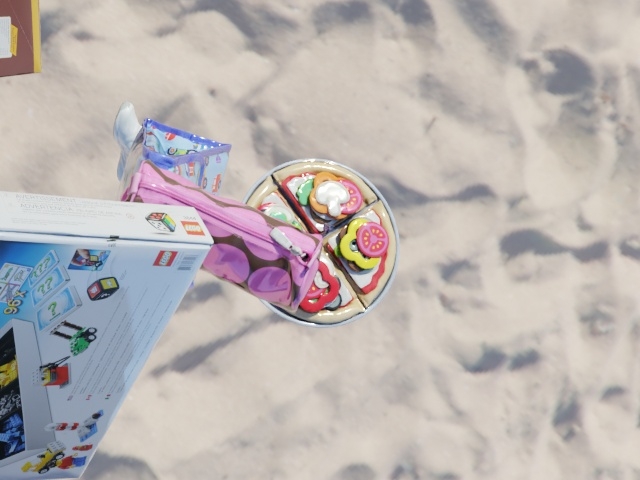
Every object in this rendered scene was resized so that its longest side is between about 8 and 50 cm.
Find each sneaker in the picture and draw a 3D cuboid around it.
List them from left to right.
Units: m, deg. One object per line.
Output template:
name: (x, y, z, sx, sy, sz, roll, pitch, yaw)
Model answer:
sneaker: (-0.280, -0.148, 1.897, 0.054, 0.061, 0.152, -69, 165, -44)

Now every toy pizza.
toy pizza: (0.000, 0.000, 1.434, 0.201, 0.032, 0.201, 4, 77, -16)

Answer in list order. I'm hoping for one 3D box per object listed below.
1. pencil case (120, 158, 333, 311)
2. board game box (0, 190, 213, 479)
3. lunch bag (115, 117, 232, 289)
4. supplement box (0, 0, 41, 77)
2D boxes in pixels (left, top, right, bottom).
pencil case: (-0.100, -0.009, 1.230, 0.209, 0.098, 0.095, 21, 81, -1)
board game box: (-0.238, 0.092, 1.034, 0.193, 0.053, 0.305, 5, 131, -38)
lunch bag: (-0.224, -0.025, 1.632, 0.138, 0.293, 0.221, 17, 102, 0)
supplement box: (-0.445, -0.293, 1.498, 0.194, 0.129, 0.191, -30, 122, -68)
